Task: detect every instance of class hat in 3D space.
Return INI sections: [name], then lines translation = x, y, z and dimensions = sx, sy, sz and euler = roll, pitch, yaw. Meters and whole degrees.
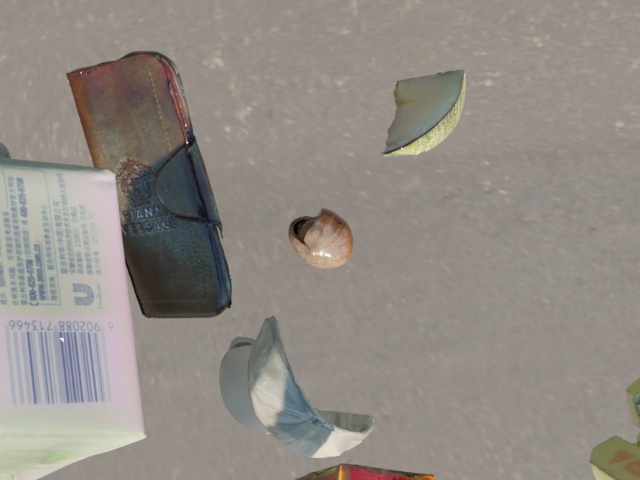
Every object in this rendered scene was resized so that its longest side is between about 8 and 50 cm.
[hat]
translation = -0.062, 0.229, 1.690
dimensions = 0.226, 0.164, 0.219
euler = -33, 110, 34

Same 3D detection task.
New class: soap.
[soap]
translation = -0.233, 0.062, 0.862
dimensions = 0.138, 0.182, 0.199
euler = 5, 68, -42

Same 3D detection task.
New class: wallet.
[wallet]
translation = -0.155, -0.049, 1.169
dimensions = 0.031, 0.137, 0.255
euler = -29, 108, -48

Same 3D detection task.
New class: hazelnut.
[hazelnut]
translation = 0.000, 0.000, 1.584
dimensions = 0.086, 0.086, 0.086
euler = -2, 100, -12

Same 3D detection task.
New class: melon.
[melon]
translation = 0.133, -0.157, 1.599
dimensions = 0.098, 0.182, 0.054
euler = 1, 126, 10

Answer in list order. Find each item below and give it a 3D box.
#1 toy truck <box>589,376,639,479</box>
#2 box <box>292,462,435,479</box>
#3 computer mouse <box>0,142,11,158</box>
[toy truck]
translation = 0.286, 0.153, 0.763
dimensions = 0.157, 0.272, 0.124
euler = -29, 111, -11
[box]
translation = -0.020, 0.302, 0.986
dimensions = 0.089, 0.313, 0.197
euler = 13, 66, -22
[computer mouse]
translation = -0.458, -0.013, 1.526
dimensions = 0.122, 0.371, 0.188
euler = 23, 110, -31
